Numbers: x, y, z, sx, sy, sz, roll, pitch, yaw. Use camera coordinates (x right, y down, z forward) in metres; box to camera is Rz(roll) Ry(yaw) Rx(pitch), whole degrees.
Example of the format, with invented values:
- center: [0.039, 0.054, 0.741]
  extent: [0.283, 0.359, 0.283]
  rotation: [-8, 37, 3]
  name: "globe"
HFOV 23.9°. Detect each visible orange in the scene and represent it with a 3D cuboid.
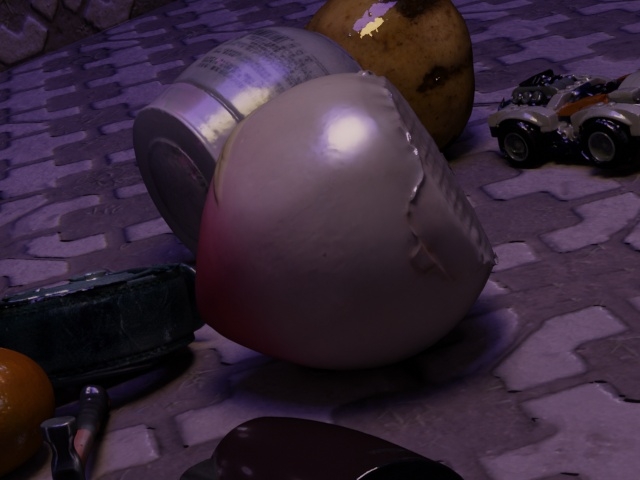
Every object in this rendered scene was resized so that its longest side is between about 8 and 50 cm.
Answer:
- center: [-0.334, 0.168, 1.455]
  extent: [0.156, 0.124, 0.156]
  rotation: [2, 6, 0]
  name: "orange"

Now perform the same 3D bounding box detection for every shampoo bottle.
- center: [-0.075, -0.116, 1.891]
  extent: [0.266, 0.273, 0.273]
  rotation: [-32, 25, -25]
  name: "shampoo bottle"

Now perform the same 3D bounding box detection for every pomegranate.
- center: [0.094, -0.246, 2.165]
  extent: [0.281, 0.281, 0.281]
  rotation: [-11, 18, 4]
  name: "pomegranate"

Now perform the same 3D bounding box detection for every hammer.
- center: [-0.219, 0.183, 1.396]
  extent: [0.033, 0.111, 0.288]
  rotation: [-10, 10, -2]
  name: "hammer"

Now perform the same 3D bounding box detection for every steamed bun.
- center: [0.000, 0.000, 1.505]
  extent: [0.309, 0.309, 0.309]
  rotation: [-11, 18, 4]
  name: "steamed bun"

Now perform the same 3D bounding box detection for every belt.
- center: [-0.246, 0.093, 1.618]
  extent: [0.267, 0.116, 0.206]
  rotation: [-12, 4, -14]
  name: "belt"

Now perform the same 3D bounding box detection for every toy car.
- center: [0.360, -0.170, 2.027]
  extent: [0.193, 0.118, 0.301]
  rotation: [-28, 23, -34]
  name: "toy car"

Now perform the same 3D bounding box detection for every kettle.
- center: [0.021, 0.200, 1.122]
  extent: [0.202, 0.144, 0.232]
  rotation: [1, 8, -28]
  name: "kettle"
